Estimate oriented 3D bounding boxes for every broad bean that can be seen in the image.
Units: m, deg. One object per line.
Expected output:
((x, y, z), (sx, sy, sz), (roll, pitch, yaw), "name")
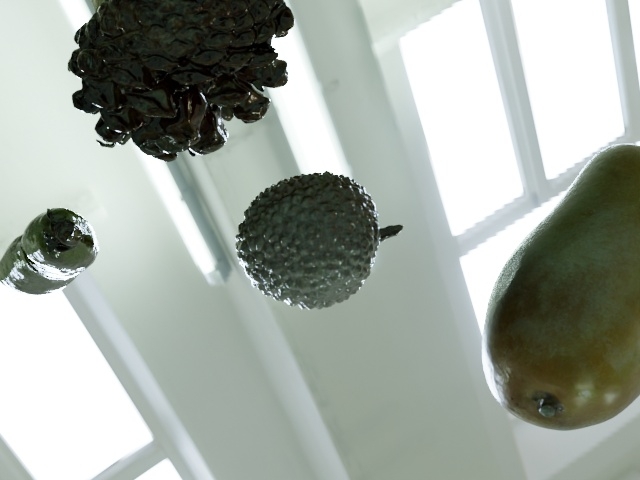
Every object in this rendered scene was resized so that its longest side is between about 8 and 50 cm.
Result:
((-0.276, 0.016, 1.159), (0.077, 0.339, 0.061), (7, -105, -23), "broad bean")

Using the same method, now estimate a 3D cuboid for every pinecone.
((-0.176, -0.231, 1.456), (0.296, 0.242, 0.298), (-34, -152, 43), "pinecone")

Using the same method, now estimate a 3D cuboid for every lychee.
((0.000, 0.000, 1.323), (0.198, 0.165, 0.165), (6, -144, -20), "lychee")

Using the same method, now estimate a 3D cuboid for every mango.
((0.304, 0.045, 1.253), (0.221, 0.199, 0.384), (-40, -162, 52), "mango")

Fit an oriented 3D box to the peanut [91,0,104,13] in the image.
((-0.259, -0.425, 1.797), (0.174, 0.158, 0.340), (-13, -135, 36), "peanut")
